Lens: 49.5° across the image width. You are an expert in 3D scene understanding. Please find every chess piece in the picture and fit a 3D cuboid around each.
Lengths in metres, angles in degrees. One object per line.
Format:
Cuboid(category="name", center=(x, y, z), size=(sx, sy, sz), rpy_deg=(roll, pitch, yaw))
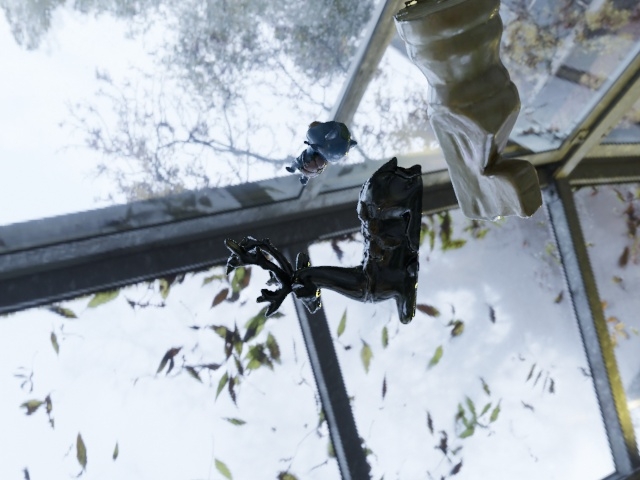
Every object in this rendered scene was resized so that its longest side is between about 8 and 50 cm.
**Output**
Cuboid(category="chess piece", center=(0.190, -0.158, 0.865), size=(0.137, 0.301, 0.137), rpy_deg=(-17, -155, 8))

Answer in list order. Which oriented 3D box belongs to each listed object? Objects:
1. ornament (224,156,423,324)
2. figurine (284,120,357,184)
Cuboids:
Cuboid(category="ornament", center=(0.000, 0.000, 0.815), size=(0.236, 0.202, 0.080), rpy_deg=(2, -161, 5))
Cuboid(category="figurine", center=(-0.009, -0.223, 1.642), size=(0.114, 0.178, 0.144), rpy_deg=(26, -149, -38))
